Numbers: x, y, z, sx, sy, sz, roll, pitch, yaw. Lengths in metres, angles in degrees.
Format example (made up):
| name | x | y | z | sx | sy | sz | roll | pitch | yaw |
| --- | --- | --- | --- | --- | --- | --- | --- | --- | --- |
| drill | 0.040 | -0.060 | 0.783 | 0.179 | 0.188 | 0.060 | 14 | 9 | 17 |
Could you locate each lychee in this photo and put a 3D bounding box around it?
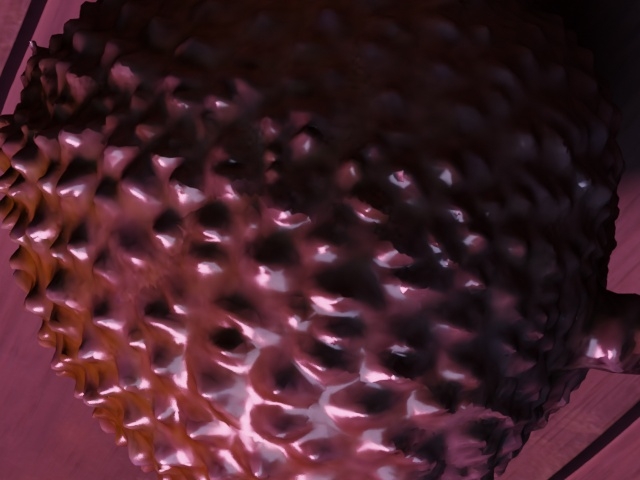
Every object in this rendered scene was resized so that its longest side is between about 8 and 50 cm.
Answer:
| name | x | y | z | sx | sy | sz | roll | pitch | yaw |
| --- | --- | --- | --- | --- | --- | --- | --- | --- | --- |
| lychee | 0.000 | 0.000 | 1.043 | 0.432 | 0.380 | 0.380 | 17 | 145 | 19 |
